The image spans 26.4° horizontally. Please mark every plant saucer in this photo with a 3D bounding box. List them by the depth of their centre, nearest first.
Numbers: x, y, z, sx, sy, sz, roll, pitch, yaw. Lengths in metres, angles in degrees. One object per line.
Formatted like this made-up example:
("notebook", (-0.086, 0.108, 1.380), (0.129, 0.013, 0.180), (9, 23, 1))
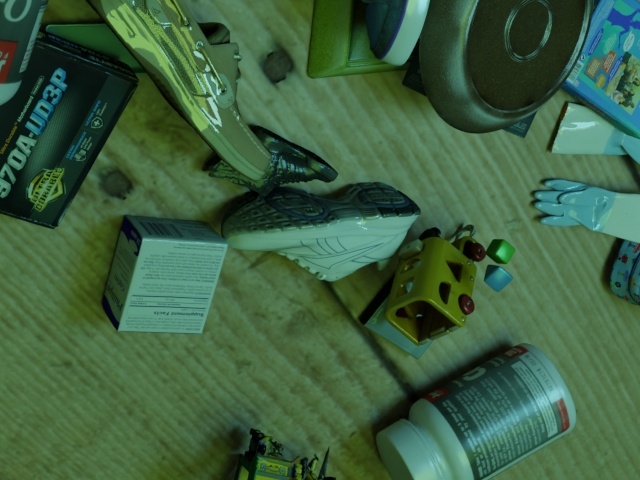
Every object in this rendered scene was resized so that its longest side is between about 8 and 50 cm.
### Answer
("plant saucer", (-0.239, -0.230, 1.633), (0.192, 0.018, 0.067), (-7, 120, -29))
("plant saucer", (0.256, -0.279, 1.768), (0.310, 0.050, 0.311), (-21, 125, -33))
("plant saucer", (0.084, -0.297, 1.768), (0.188, 0.045, 0.188), (-9, 121, -27))

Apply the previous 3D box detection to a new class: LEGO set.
("LEGO set", (-0.039, 0.450, 1.956), (0.192, 0.255, 0.331), (13, 78, -9))

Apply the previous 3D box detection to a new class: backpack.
("backpack", (0.562, 0.049, 2.211), (0.173, 0.117, 0.158), (8, 112, -31))

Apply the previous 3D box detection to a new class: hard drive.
("hard drive", (0.130, 0.113, 2.049), (0.135, 0.022, 0.094), (34, 97, -39))

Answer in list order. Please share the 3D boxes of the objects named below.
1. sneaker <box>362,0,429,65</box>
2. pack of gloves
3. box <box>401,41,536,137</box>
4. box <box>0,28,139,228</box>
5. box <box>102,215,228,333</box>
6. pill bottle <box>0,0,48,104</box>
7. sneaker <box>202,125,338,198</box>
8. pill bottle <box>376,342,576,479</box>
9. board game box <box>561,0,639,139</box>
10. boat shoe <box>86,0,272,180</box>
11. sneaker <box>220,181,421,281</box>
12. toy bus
("sneaker", (0.016, -0.378, 1.619), (0.236, 0.130, 0.323), (5, 111, -10))
("pack of gloves", (0.435, -0.106, 2.101), (0.232, 0.046, 0.195), (10, 111, -23))
("box", (0.232, -0.255, 1.838), (0.232, 0.059, 0.183), (14, 104, -47))
("box", (-0.339, -0.134, 1.593), (0.175, 0.051, 0.220), (20, 112, -37))
("box", (-0.204, 0.046, 1.779), (0.126, 0.072, 0.137), (5, 113, -33))
("pill bottle", (-0.384, -0.259, 1.394), (0.210, 0.210, 0.363), (11, 108, -35))
("sneaker", (-0.063, -0.091, 1.800), (0.170, 0.051, 0.089), (26, 102, -34))
("pill bottle", (0.239, 0.291, 2.129), (0.283, 0.161, 0.161), (-27, 127, -15))
("board game box", (0.431, -0.261, 1.974), (0.210, 0.047, 0.160), (28, 90, -35))
("boat shoe", (-0.142, -0.206, 1.614), (0.110, 0.121, 0.341), (-41, 128, -3))
("sneaker", (0.000, 0.000, 1.855), (0.297, 0.111, 0.129), (-1, 122, -30))
("toy bus", (0.157, 0.043, 1.922), (0.104, 0.202, 0.191), (39, 89, -24))
